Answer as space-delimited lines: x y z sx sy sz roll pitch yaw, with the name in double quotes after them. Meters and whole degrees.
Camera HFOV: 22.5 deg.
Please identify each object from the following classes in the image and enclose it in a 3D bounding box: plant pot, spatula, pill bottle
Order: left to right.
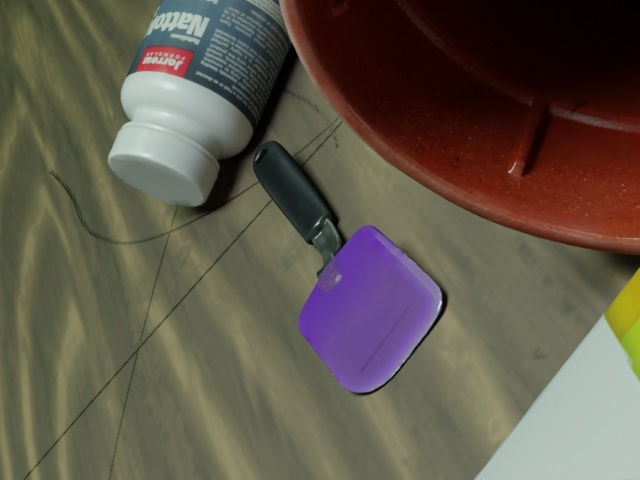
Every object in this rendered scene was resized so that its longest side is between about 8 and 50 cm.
-0.091 -0.123 1.238 0.108 0.108 0.180 -11 53 56 "pill bottle"
0.000 0.000 1.031 0.084 0.030 0.296 -55 26 12 "spatula"
0.150 -0.181 0.733 0.272 0.272 0.265 -26 33 48 "plant pot"

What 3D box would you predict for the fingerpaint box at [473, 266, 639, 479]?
0.169 0.192 0.374 0.371 0.163 0.445 -54 25 12 "fingerpaint box"
